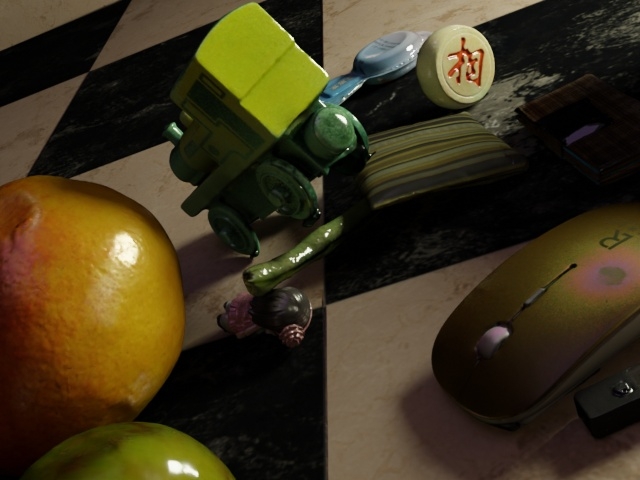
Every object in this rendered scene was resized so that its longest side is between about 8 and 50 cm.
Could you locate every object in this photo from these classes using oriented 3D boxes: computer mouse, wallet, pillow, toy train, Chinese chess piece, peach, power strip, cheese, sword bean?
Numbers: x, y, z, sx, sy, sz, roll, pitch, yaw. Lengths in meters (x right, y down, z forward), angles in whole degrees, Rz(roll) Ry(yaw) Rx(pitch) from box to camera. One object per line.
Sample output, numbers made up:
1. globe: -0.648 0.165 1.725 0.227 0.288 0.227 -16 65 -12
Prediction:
1. computer mouse: 0.244 0.053 0.796 0.310 0.072 0.158 -34 30 -12
2. wallet: 0.342 -0.144 1.049 0.124 0.042 0.230 -24 33 -2
3. pillow: 0.137 -0.109 1.116 0.208 0.052 0.212 -16 30 -6
4. toy train: -0.097 -0.114 1.070 0.150 0.237 0.369 -52 10 -27
5. Chinese chess piece: 0.199 -0.254 1.241 0.122 0.122 0.051 -39 24 -21
6. peach: -0.292 0.087 0.936 0.289 0.289 0.308 -12 27 21
7. power strip: 0.268 0.125 0.706 0.111 0.029 0.038 -25 31 0
8. cheese: 0.092 -0.299 1.457 0.244 0.052 0.135 -34 29 -12
9. sword bean: 0.000 0.001 1.031 0.038 0.043 0.269 16 33 34

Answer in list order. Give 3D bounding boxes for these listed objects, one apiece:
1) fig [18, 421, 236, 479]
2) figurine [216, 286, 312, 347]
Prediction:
1. fig: -0.166 0.244 0.676 0.230 0.207 0.207 9 45 49
2. figurine: -0.068 0.089 0.984 0.129 0.054 0.072 -4 45 35
